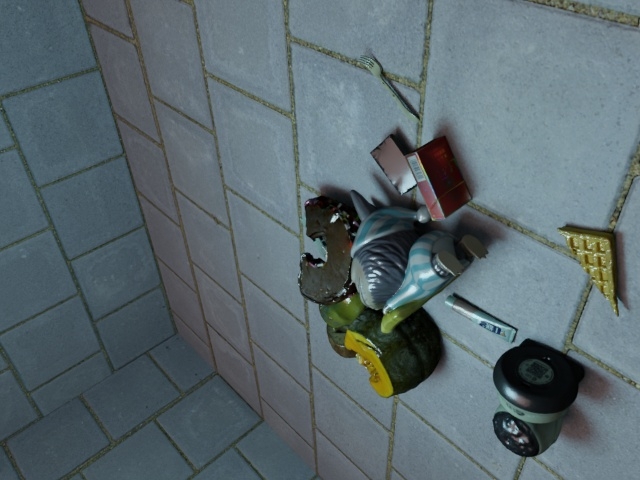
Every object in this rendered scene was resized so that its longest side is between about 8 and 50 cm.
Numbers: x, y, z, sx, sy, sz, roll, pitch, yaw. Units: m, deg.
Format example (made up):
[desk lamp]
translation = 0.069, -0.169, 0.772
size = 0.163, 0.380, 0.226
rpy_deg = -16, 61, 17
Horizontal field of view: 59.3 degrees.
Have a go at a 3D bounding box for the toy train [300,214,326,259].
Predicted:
[toy train]
translation = 0.000, 0.000, 1.955
size = 0.208, 0.047, 0.043
rpy_deg = 58, 151, 3

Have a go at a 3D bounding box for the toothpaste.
[toothpaste]
translation = 0.434, 0.211, 1.533
size = 0.205, 0.036, 0.056
rpy_deg = 31, 141, 32

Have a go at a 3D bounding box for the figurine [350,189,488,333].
[figurine]
translation = 0.185, 0.006, 1.493
size = 0.378, 0.266, 0.361
rpy_deg = 51, 143, 12

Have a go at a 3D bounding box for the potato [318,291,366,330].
[potato]
translation = 0.077, 0.206, 1.929
size = 0.169, 0.143, 0.248
rpy_deg = 57, 149, 9

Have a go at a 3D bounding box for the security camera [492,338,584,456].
[security camera]
translation = 0.532, 0.422, 1.428
size = 0.197, 0.191, 0.277
rpy_deg = 27, 139, 39

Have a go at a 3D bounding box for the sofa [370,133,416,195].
[sofa]
translation = 0.210, -0.202, 1.474
size = 0.147, 0.060, 0.085
rpy_deg = 55, 132, 5

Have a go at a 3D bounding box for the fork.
[fork]
translation = 0.174, -0.378, 1.395
size = 0.219, 0.028, 0.034
rpy_deg = 50, 141, 7

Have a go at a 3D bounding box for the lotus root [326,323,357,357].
[lotus root]
translation = 0.116, 0.340, 1.988
size = 0.260, 0.170, 0.075
rpy_deg = 30, 136, 49

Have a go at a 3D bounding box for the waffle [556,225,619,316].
[waffle]
translation = 0.572, 0.065, 1.200
size = 0.125, 0.032, 0.191
rpy_deg = 14, 127, 48

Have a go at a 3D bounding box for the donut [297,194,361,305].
[donut]
translation = 0.053, 0.033, 1.754
size = 0.259, 0.136, 0.345
rpy_deg = 5, 97, 45

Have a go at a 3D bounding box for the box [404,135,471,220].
[box]
translation = 0.284, -0.149, 1.348
size = 0.048, 0.112, 0.175
rpy_deg = -10, 109, 57

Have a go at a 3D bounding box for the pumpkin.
[pumpkin]
translation = 0.228, 0.329, 1.767
size = 0.303, 0.225, 0.256
rpy_deg = 53, 154, -2
